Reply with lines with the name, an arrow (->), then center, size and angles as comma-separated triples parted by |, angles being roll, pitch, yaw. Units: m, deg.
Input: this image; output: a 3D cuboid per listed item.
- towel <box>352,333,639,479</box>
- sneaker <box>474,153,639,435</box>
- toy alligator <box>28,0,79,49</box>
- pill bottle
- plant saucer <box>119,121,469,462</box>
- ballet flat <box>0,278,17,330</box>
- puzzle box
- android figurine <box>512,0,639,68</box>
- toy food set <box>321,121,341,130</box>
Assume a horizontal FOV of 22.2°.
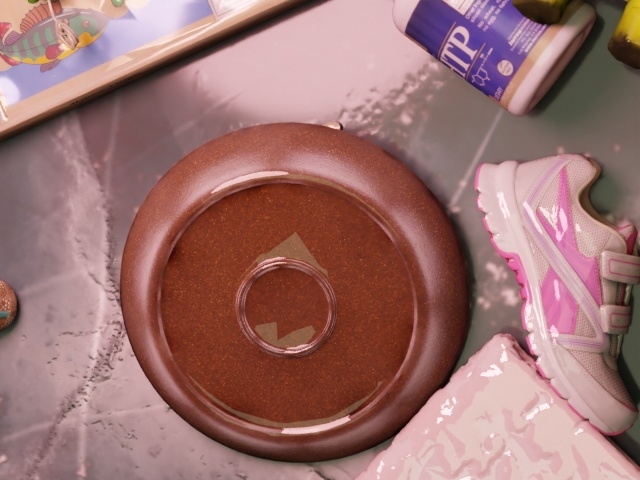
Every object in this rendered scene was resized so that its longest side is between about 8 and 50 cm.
towel -> 0.155, 0.302, 1.405 | 0.317, 0.053, 0.332 | 44, 100, 11
sneaker -> 0.220, 0.037, 1.359 | 0.111, 0.103, 0.252 | -21, 89, 15
toy alligator -> -0.256, -0.249, 1.427 | 0.051, 0.056, 0.189 | -37, 83, -28
pill bottle -> 0.125, -0.199, 1.361 | 0.187, 0.112, 0.112 | 37, 101, 9
plant saucer -> -0.027, 0.054, 1.414 | 0.311, 0.050, 0.310 | 1, 103, 6
ballet flat -> -0.384, 0.041, 1.517 | 0.206, 0.067, 0.073 | 10, 97, 13
puzzle box -> -0.229, -0.267, 1.471 | 0.409, 0.052, 0.272 | -23, 87, 14
android figurine -> 0.264, -0.276, 1.310 | 0.248, 0.056, 0.273 | 24, 73, 4
toy food set -> 0.000, 0.000, 1.439 | 0.132, 0.038, 0.192 | -26, 87, 13
